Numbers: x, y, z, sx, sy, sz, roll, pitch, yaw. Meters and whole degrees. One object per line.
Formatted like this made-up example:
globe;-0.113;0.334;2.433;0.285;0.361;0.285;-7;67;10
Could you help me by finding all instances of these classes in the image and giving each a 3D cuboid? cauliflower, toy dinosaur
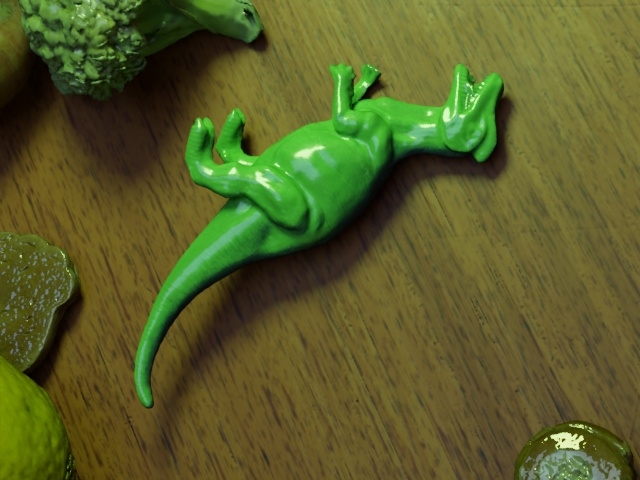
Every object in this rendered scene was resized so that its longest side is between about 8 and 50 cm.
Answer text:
cauliflower;-0.256;-0.325;1.821;0.260;0.281;0.327;56;130;21
toy dinosaur;0.000;0.000;1.758;0.374;0.144;0.500;13;87;7

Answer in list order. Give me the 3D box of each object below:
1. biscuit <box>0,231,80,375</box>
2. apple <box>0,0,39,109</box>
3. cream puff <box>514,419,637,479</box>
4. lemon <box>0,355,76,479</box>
biscuit;-0.418;0.089;1.886;0.181;0.049;0.208;22;87;19
apple;-0.495;-0.271;1.876;0.260;0.194;0.261;5;76;-19
cream puff;0.291;0.271;1.608;0.144;0.103;0.126;3;76;18
lemon;-0.485;0.294;1.706;0.350;0.387;0.350;-2;86;35
